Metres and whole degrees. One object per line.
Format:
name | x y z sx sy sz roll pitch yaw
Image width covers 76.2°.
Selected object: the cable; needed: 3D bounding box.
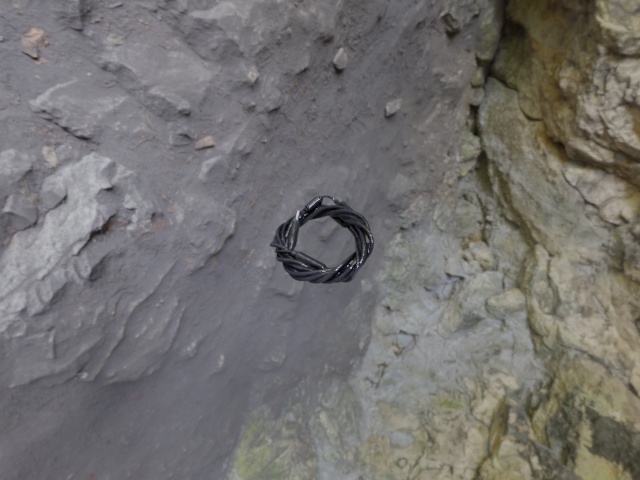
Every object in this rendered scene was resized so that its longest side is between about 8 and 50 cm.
cable | 0.000 0.000 0.646 0.151 0.184 0.047 -28 136 -8
